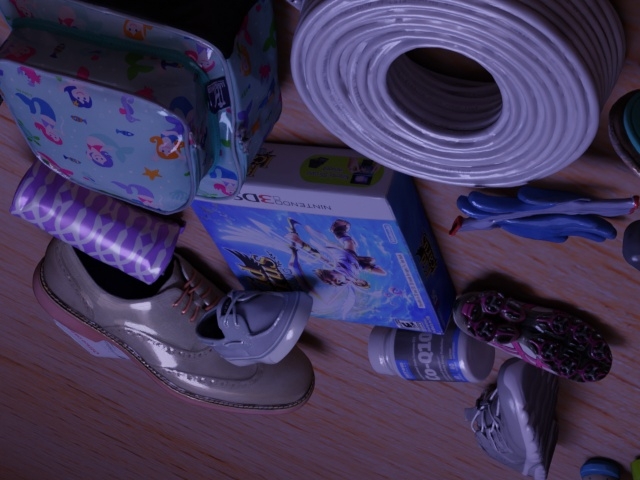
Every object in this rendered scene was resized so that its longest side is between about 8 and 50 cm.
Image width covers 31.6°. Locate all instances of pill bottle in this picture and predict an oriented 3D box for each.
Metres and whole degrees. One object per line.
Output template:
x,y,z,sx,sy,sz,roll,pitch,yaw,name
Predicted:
0.130,0.128,1.343,0.137,0.078,0.078,-3,143,36,pill bottle

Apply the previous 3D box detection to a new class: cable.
0.103,-0.142,0.895,0.257,0.089,0.257,-9,139,43,cable

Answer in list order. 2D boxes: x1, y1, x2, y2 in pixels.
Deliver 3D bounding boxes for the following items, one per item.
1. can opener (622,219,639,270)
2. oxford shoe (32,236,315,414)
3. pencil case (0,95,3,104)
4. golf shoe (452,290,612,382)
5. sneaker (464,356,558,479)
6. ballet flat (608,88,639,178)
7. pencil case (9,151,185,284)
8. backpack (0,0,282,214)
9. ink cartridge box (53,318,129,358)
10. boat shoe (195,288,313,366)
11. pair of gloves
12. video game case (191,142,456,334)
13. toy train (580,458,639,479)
0.392,0.075,1.062,0.283,0.095,0.076,30,150,-28,can opener
-0.176,0.103,1.446,0.397,0.140,0.146,25,145,-9,oxford shoe
-0.500,-0.216,1.098,0.167,0.160,0.386,-20,131,39,pencil case
0.236,0.101,1.258,0.186,0.067,0.086,24,177,-6,golf shoe
0.232,0.228,1.416,0.115,0.105,0.281,10,150,18,sneaker
0.365,-0.025,0.912,0.316,0.107,0.106,23,158,0,ballet flat
-0.260,-0.027,1.328,0.206,0.088,0.086,28,157,-14,pencil case
-0.150,-0.137,0.984,0.225,0.191,0.253,18,158,14,backpack
-0.286,0.119,1.614,0.150,0.063,0.109,1,145,33,ink cartridge box
-0.086,0.097,1.310,0.081,0.079,0.227,28,156,-18,boat shoe
0.199,-0.020,1.023,0.159,0.023,0.198,1,171,2,pair of gloves
0.000,0.000,1.232,0.244,0.061,0.269,7,148,25,video game case
0.430,0.346,1.460,0.105,0.143,0.248,29,146,-29,toy train
